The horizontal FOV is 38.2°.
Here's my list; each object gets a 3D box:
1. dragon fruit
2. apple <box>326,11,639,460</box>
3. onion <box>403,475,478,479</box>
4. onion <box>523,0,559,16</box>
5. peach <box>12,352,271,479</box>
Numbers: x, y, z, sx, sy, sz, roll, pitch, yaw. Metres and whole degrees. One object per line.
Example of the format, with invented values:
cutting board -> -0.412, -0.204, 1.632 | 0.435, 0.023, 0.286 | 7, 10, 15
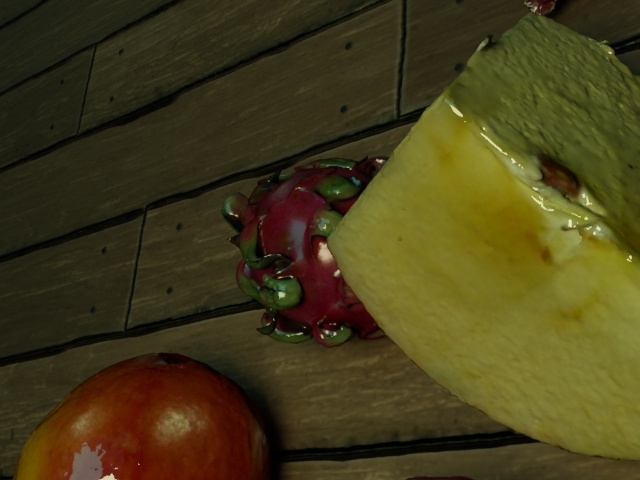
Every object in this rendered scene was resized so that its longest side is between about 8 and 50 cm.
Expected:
dragon fruit -> 0.009, 0.004, 0.969 | 0.218, 0.198, 0.273 | -65, 17, 12
apple -> 0.197, 0.001, 0.738 | 0.309, 0.252, 0.314 | 42, 91, 3
onion -> 0.070, 0.327, 0.654 | 0.358, 0.345, 0.358 | -26, 21, 11
onion -> 0.242, -0.319, 0.937 | 0.159, 0.159, 0.195 | 34, 114, 46
peach -> -0.189, 0.247, 0.964 | 0.281, 0.238, 0.281 | -6, 66, 15
